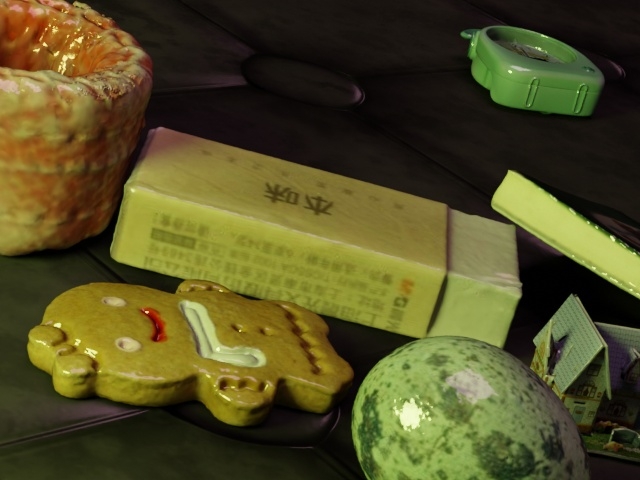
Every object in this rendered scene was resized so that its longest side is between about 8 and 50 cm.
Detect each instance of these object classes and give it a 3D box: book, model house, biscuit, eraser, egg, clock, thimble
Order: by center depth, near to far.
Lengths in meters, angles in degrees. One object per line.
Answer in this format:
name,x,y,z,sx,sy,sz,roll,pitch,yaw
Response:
egg,0.104,0.138,1.129,0.172,0.132,0.132,27,25,-1
biscuit,-0.100,0.077,1.254,0.248,0.035,0.184,6,26,-19
model house,0.224,0.108,1.313,0.167,0.088,0.117,10,24,-12
thimble,-0.262,-0.103,1.395,0.239,0.162,0.239,15,26,-8
eraser,0.000,0.000,1.424,0.343,0.078,0.144,14,26,-3
book,0.354,0.055,1.483,0.371,0.043,0.260,35,12,34
clock,0.255,-0.216,2.049,0.148,0.060,0.188,5,26,-20
